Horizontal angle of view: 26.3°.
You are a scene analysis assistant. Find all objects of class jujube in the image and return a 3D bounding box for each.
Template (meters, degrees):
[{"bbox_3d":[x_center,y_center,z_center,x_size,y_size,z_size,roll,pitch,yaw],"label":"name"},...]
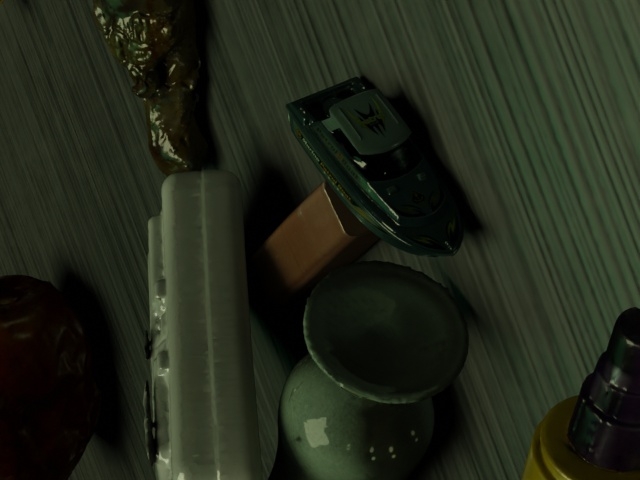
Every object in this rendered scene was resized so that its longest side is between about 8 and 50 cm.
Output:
[{"bbox_3d":[-0.320,0.158,1.415,0.183,0.183,0.243,35,136,46],"label":"jujube"}]

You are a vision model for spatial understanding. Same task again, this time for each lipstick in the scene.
[{"bbox_3d":[0.000,0.000,0.910,0.045,0.045,0.145,66,152,10],"label":"lipstick"}]

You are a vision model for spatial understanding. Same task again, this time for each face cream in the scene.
[{"bbox_3d":[0.142,0.145,0.727,0.078,0.078,0.273,45,142,37],"label":"face cream"}]

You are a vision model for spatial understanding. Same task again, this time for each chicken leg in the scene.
[{"bbox_3d":[-0.120,-0.132,1.024,0.085,0.069,0.198,7,124,32],"label":"chicken leg"}]

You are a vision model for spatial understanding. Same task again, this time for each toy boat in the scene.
[{"bbox_3d":[0.037,-0.040,0.811,0.141,0.055,0.060,53,154,28],"label":"toy boat"}]

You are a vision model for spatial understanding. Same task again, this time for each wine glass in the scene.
[{"bbox_3d":[0.020,0.120,0.894,0.103,0.103,0.231,54,150,26],"label":"wine glass"}]

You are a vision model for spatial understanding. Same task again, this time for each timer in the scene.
[{"bbox_3d":[-0.085,0.093,0.964,0.178,0.078,0.253,94,172,-58],"label":"timer"}]

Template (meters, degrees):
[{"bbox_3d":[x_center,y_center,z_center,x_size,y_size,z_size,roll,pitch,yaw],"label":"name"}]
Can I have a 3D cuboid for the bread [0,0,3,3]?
[{"bbox_3d":[-0.345,-0.315,1.190,0.147,0.160,0.261,60,157,28],"label":"bread"}]
